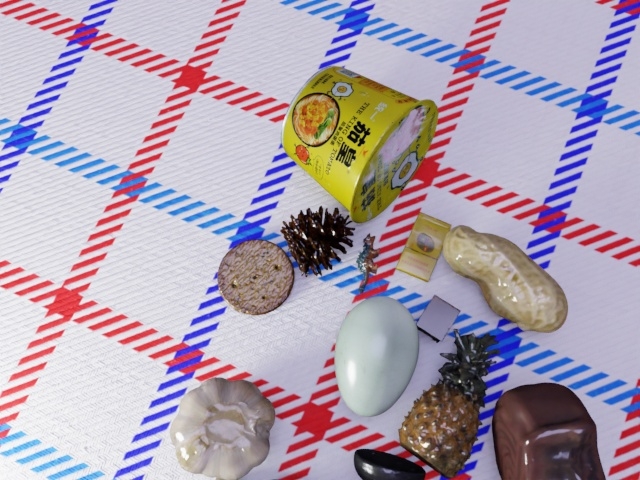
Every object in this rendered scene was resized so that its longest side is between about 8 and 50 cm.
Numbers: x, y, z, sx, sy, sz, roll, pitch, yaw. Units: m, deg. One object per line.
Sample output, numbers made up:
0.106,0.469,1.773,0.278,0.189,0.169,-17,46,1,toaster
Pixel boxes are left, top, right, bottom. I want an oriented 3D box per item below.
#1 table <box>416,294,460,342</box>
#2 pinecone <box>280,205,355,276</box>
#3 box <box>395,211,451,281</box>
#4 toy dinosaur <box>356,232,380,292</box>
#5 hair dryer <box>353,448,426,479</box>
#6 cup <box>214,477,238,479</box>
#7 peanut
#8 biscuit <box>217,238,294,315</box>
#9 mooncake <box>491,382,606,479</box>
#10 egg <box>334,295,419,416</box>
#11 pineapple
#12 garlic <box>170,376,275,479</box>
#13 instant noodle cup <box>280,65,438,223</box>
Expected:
0.265,0.184,1.474,0.070,0.082,0.083,32,77,10,table
0.002,-0.007,1.497,0.165,0.163,0.163,-27,75,-3,pinecone
0.250,0.015,1.555,0.086,0.023,0.155,23,76,11,box
0.112,0.053,1.533,0.055,0.049,0.154,11,70,3,toy dinosaur
0.193,0.621,1.367,0.284,0.155,0.320,7,87,-17,hair dryer
-0.203,0.565,1.370,0.102,0.074,0.099,35,41,4,cup
0.420,0.085,1.471,0.325,0.140,0.153,38,95,13,peanut
-0.156,0.088,1.545,0.187,0.027,0.188,0,75,1,biscuit
0.458,0.467,1.273,0.174,0.334,0.326,-9,114,1,mooncake
0.121,0.253,1.408,0.182,0.183,0.264,11,81,5,egg
0.305,0.334,1.401,0.169,0.169,0.340,31,71,10,pineapple
-0.211,0.406,1.391,0.227,0.152,0.228,4,59,-6,garlic
0.080,-0.240,1.500,0.254,0.325,0.325,36,78,21,instant noodle cup
